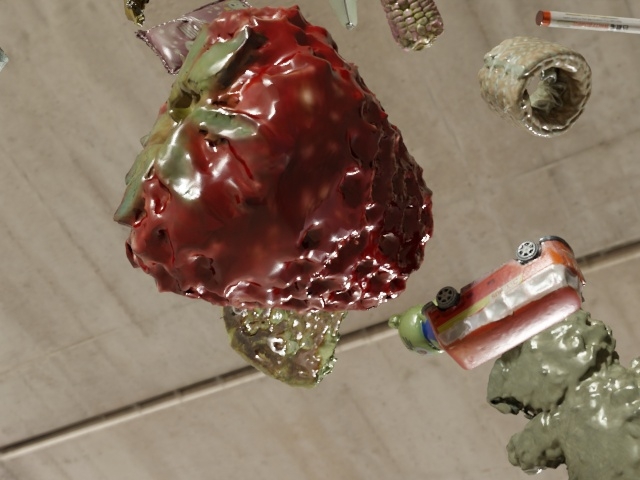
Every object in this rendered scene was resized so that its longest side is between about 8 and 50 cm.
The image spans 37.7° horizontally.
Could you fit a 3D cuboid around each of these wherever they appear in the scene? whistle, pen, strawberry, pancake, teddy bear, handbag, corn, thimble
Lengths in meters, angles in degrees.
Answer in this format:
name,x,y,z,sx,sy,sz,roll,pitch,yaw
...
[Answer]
name,x,y,z,sx,sy,sz,roll,pitch,yaw
whistle,0.202,0.135,1.476,0.105,0.227,0.085,32,-118,-25
pen,0.453,-0.348,1.503,0.026,0.218,0.026,-177,90,-80
strawberry,-0.019,-0.050,0.991,0.345,0.295,0.317,27,-121,-21
pancake,-0.068,0.090,1.773,0.427,0.305,0.067,36,178,45
teddy bear,0.427,0.249,1.391,0.224,0.357,0.367,33,-154,-54
handbag,0.046,-0.602,2.041,0.315,0.109,0.241,40,-139,-77
corn,0.179,-0.600,2.168,0.335,0.127,0.126,65,-155,-10
thimble,0.454,-0.328,1.991,0.229,0.148,0.196,-6,-63,-32

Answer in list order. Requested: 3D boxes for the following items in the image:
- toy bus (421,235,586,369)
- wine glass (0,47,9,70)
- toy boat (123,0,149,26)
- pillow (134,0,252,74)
name,x,y,z,sx,sy,sz,roll,pitch,yaw
toy bus,0.202,0.070,1.009,0.079,0.174,0.077,45,-159,-40
wine glass,-0.651,-0.263,1.653,0.103,0.222,0.103,41,-167,-12
toy boat,-0.390,-0.528,2.006,0.047,0.049,0.149,24,-116,-55
pillow,-0.158,-0.285,1.303,0.185,0.043,0.118,-26,-124,-28
